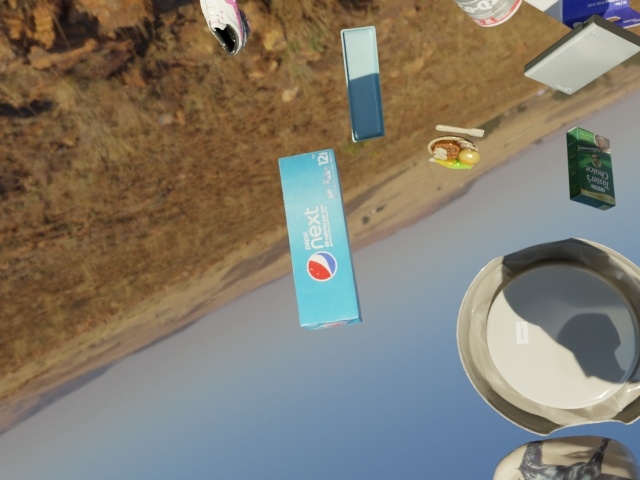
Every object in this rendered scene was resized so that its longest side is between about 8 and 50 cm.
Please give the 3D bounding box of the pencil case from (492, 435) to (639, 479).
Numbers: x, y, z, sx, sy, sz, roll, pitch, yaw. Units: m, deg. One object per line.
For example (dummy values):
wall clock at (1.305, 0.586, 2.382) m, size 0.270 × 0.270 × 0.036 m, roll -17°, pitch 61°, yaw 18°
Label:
pencil case at (0.290, 0.376, 0.587) m, size 0.160 × 0.183 × 0.410 m, roll -19°, pitch -143°, yaw 10°

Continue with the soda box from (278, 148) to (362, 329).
soda box at (0.000, 0.000, 0.779) m, size 0.071 × 0.210 × 0.067 m, roll -9°, pitch 166°, yaw 5°

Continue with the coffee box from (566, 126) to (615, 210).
coffee box at (0.646, -0.171, 1.513) m, size 0.113 × 0.184 × 0.040 m, roll 15°, pitch 157°, yaw -21°

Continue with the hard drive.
hard drive at (0.379, -0.267, 0.921) m, size 0.094 × 0.022 × 0.135 m, roll 15°, pitch 158°, yaw -21°

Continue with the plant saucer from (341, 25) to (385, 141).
plant saucer at (0.073, -0.274, 1.114) m, size 0.067 × 0.192 × 0.018 m, roll -14°, pitch -163°, yaw -22°

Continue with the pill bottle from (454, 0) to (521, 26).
pill bottle at (0.394, -0.687, 1.631) m, size 0.161 × 0.161 × 0.283 m, roll -29°, pitch 150°, yaw 33°

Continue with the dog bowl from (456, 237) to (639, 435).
dog bowl at (0.425, 0.164, 1.119) m, size 0.349 × 0.349 × 0.102 m, roll -29°, pitch 169°, yaw 23°

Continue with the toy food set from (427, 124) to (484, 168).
toy food set at (0.331, -0.218, 1.570) m, size 0.132 × 0.038 × 0.192 m, roll 9°, pitch 161°, yaw 8°

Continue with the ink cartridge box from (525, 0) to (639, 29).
ink cartridge box at (0.462, -0.520, 1.250) m, size 0.176 × 0.371 × 0.069 m, roll -18°, pitch 140°, yaw -21°

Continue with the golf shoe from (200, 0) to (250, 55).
golf shoe at (-0.187, -0.437, 1.182) m, size 0.067 × 0.186 × 0.086 m, roll -9°, pitch -134°, yaw 21°
